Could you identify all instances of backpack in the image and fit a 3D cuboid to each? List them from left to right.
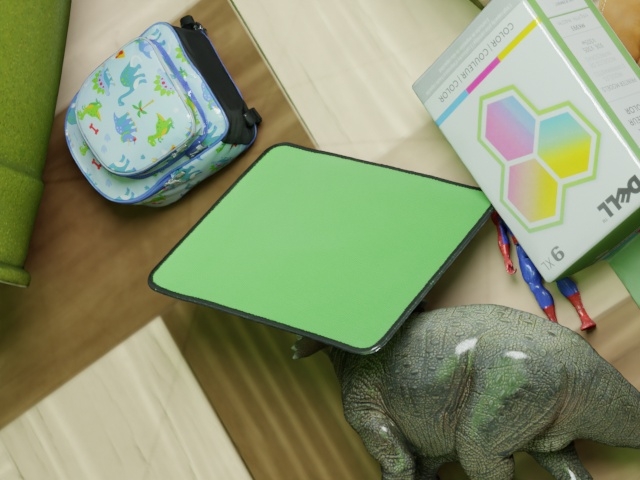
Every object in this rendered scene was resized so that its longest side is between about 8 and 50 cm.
[{"bbox_3d":[-0.117,-0.081,1.196,0.114,0.084,0.105,-38,74,24],"label":"backpack"}]

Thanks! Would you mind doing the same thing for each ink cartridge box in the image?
[{"bbox_3d":[0.157,-0.047,1.061,0.209,0.062,0.109,57,136,12],"label":"ink cartridge box"}]

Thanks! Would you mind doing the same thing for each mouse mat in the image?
[{"bbox_3d":[0.000,0.000,1.110,0.189,0.152,0.007,14,139,37],"label":"mouse mat"}]

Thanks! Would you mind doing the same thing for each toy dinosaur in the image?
[{"bbox_3d":[0.094,0.098,1.074,0.313,0.121,0.160,9,114,34],"label":"toy dinosaur"}]

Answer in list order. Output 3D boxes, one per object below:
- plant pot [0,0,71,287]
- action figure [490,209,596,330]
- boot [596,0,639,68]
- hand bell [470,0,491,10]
[{"bbox_3d":[-0.313,-0.193,1.164,0.366,0.366,0.353,17,87,24],"label":"plant pot"},{"bbox_3d":[0.134,0.008,1.114,0.038,0.030,0.115,-31,77,28],"label":"action figure"},{"bbox_3d":[0.250,-0.175,1.032,0.152,0.073,0.197,23,99,27],"label":"boot"},{"bbox_3d":[0.143,-0.266,1.073,0.242,0.126,0.126,-46,73,7],"label":"hand bell"}]
